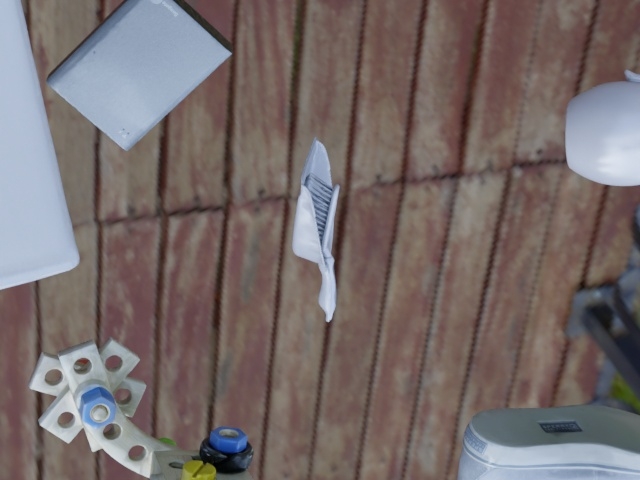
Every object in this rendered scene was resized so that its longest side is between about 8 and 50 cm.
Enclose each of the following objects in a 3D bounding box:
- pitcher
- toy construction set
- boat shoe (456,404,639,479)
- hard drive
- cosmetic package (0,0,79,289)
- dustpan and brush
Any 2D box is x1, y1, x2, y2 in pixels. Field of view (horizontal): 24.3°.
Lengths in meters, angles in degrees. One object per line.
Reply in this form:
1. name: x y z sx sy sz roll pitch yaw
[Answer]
1. pitcher: 0.403 -0.154 1.785 0.207 0.177 0.125 0 172 17
2. toy construction set: -0.146 0.222 1.256 0.215 0.327 0.151 2 123 -20
3. boat shoe: 0.218 0.196 1.302 0.228 0.079 0.081 5 117 -25
4. hard drive: -0.154 -0.151 1.269 0.135 0.022 0.094 -40 112 21
5. cosmetic package: -0.382 -0.132 0.939 0.327 0.329 0.393 -13 92 -23
6. dustpan and brush: 0.000 0.000 1.769 0.060 0.147 0.211 10 116 3
